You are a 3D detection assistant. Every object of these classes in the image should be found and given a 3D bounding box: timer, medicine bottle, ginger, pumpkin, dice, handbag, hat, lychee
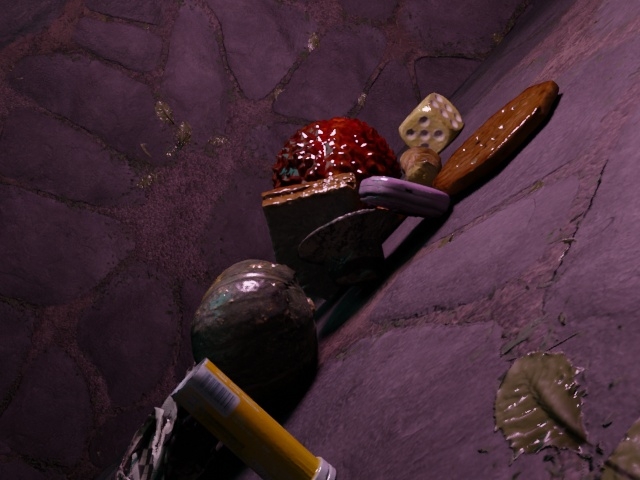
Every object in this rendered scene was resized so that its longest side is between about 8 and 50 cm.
[{"bbox_3d":[0.188,-0.096,1.293,0.208,0.190,0.069,-173,96,-84],"label":"timer"},{"bbox_3d":[-0.082,0.239,0.691,0.074,0.218,0.074,-45,5,5],"label":"medicine bottle"},{"bbox_3d":[0.304,-0.224,1.689,0.263,0.116,0.109,-74,9,-70],"label":"ginger"},{"bbox_3d":[-0.134,0.182,1.194,0.257,0.292,0.328,-17,20,-2],"label":"pumpkin"},{"bbox_3d":[0.400,-0.412,2.033,0.169,0.169,0.166,-43,7,42],"label":"dice"},{"bbox_3d":[-0.327,0.483,1.161,0.416,0.180,0.317,-54,8,0],"label":"handbag"},{"bbox_3d":[0.077,0.043,1.303,0.265,0.128,0.265,-13,-20,-5],"label":"hat"},{"bbox_3d":[0.053,-0.184,1.800,0.424,0.424,0.500,-46,4,11],"label":"lychee"}]

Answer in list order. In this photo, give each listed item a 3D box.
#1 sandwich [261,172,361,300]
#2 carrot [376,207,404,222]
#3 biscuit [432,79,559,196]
[{"bbox_3d":[0.001,0.000,1.508,0.262,0.326,0.131,-12,23,9],"label":"sandwich"},{"bbox_3d":[0.187,-0.067,1.612,0.193,0.087,0.087,-46,5,-8],"label":"carrot"},{"bbox_3d":[0.399,-0.231,1.303,0.359,0.046,0.359,-44,8,7],"label":"biscuit"}]
